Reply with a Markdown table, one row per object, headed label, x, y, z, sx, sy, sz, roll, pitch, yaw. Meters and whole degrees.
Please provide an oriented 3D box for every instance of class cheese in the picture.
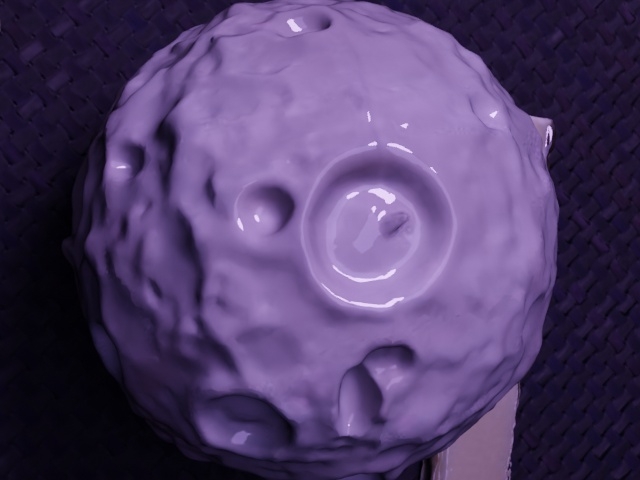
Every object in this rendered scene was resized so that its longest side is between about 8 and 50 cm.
| label | x | y | z | sx | sy | sz | roll | pitch | yaw |
| --- | --- | --- | --- | --- | --- | --- | --- | --- | --- |
| cheese | 0.142 | 0.082 | 0.921 | 0.085 | 0.034 | 0.400 | 8 | 85 | -16 |

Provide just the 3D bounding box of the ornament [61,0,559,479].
| label | x | y | z | sx | sy | sz | roll | pitch | yaw |
| --- | --- | --- | --- | --- | --- | --- | --- | --- | --- |
| ornament | 0.000 | 0.000 | 0.720 | 0.337 | 0.337 | 0.337 | 1 | 89 | -21 |
